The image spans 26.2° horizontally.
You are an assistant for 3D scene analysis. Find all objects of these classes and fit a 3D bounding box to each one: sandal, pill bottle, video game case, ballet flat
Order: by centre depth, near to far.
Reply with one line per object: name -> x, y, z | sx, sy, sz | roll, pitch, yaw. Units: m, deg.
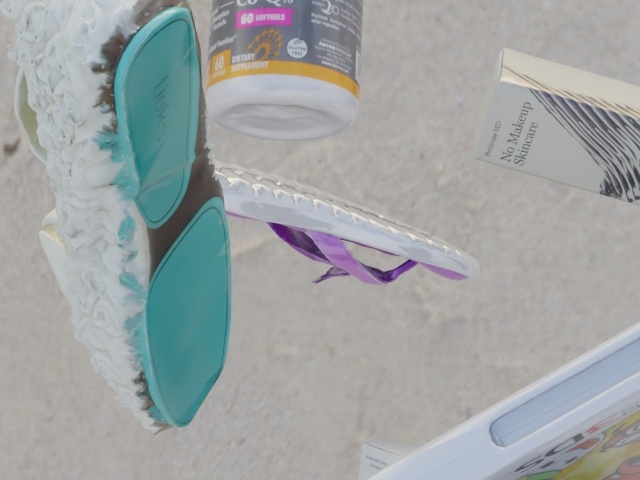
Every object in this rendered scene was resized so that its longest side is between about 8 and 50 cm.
video game case -> 0.135, 0.078, 0.578 | 0.206, 0.227, 0.026 | -31, 67, 7
ballet flat -> -0.142, -0.033, 0.975 | 0.147, 0.409, 0.147 | 0, 44, 0
pill bottle -> -0.034, -0.256, 1.435 | 0.162, 0.162, 0.278 | 4, 76, -10
sandal -> -0.005, -0.004, 1.648 | 0.416, 0.169, 0.102 | 18, 99, -23

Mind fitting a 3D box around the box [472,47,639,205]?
box -> 0.320, -0.120, 1.565 | 0.275, 0.113, 0.094 | 14, 34, 0

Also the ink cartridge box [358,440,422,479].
ink cartridge box -> 0.153, 0.399, 1.582 | 0.223, 0.129, 0.307 | 7, 88, -19
